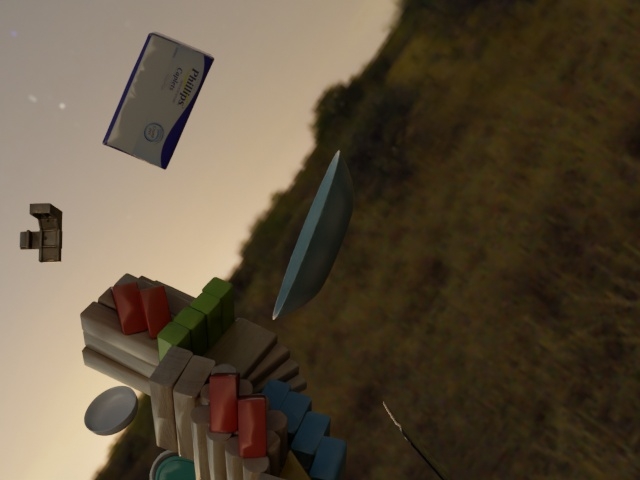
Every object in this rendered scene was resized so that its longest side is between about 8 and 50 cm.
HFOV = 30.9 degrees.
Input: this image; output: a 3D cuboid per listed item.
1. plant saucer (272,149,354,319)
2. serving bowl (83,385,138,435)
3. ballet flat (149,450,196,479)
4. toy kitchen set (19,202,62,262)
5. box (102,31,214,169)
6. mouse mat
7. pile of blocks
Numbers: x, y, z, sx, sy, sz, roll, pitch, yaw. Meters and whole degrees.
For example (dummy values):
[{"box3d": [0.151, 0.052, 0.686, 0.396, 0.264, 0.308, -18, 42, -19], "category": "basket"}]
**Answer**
[{"box3d": [0.000, 0.000, 1.241, 0.195, 0.037, 0.195, -159, 90, -86], "category": "plant saucer"}, {"box3d": [-0.294, 0.247, 1.651, 0.083, 0.027, 0.083, -18, 38, 15], "category": "serving bowl"}, {"box3d": [-0.109, 0.472, 1.919, 0.139, 0.400, 0.139, -56, 4, 6], "category": "ballet flat"}, {"box3d": [-0.451, -0.011, 1.831, 0.075, 0.068, 0.083, 74, -165, -80], "category": "toy kitchen set"}, {"box3d": [-0.170, -0.151, 1.221, 0.137, 0.072, 0.126, -125, 58, -78], "category": "box"}, {"box3d": [0.125, 0.244, 1.244, 0.007, 0.153, 0.189, -41, 4, -2], "category": "mouse mat"}, {"box3d": [-0.064, 0.120, 0.922, 0.149, 0.362, 0.113, -25, -41, -26], "category": "pile of blocks"}]
